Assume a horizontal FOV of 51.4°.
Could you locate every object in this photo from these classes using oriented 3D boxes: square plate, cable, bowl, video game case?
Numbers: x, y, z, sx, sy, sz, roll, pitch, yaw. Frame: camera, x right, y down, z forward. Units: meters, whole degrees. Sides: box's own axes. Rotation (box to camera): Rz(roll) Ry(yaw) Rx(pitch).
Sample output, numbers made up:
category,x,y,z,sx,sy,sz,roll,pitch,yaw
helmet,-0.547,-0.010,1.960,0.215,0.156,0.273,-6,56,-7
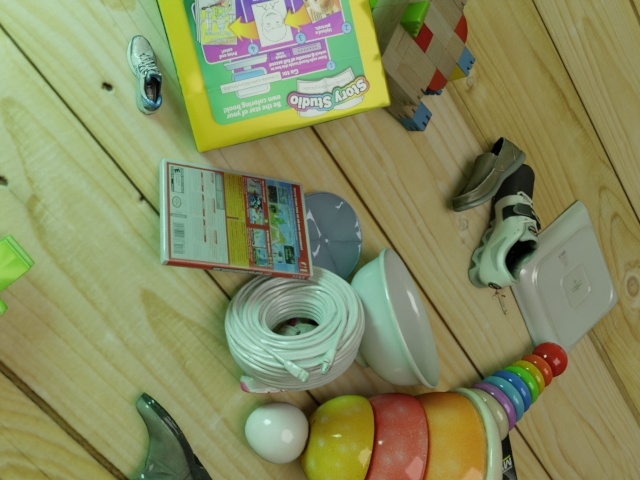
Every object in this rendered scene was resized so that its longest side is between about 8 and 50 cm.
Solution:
category,x,y,z,sx,sy,sz,roll,pitch,yaw
square plate,0.666,0.121,1.781,0.347,0.049,0.344,-35,111,-25
cable,-0.045,0.154,1.223,0.257,0.257,0.089,-46,144,-39
bowl,0.129,0.174,1.364,0.134,0.298,0.298,-21,109,16
video game case,-0.152,-0.036,1.216,0.285,0.025,0.204,8,61,-28

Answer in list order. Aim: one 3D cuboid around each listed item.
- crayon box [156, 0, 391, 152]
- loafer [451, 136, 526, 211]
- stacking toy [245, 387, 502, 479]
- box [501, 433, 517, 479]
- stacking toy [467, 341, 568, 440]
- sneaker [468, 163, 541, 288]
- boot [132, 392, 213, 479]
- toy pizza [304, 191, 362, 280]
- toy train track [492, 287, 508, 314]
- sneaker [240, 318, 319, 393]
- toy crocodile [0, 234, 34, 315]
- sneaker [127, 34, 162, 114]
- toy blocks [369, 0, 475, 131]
category,x,y,z,sx,sy,sz,roll,pitch,yaw
crayon box,-0.085,-0.352,1.193,0.362,0.106,0.313,-15,103,-9
loafer,0.385,-0.158,1.577,0.251,0.094,0.087,-43,101,-28
stacking toy,0.083,0.414,1.327,0.479,0.350,0.351,20,82,-15
box,0.399,0.570,1.641,0.190,0.045,0.184,-18,100,-29
stacking toy,0.490,0.351,1.641,0.330,0.141,0.141,-29,107,-32
sneaker,0.483,-0.034,1.605,0.122,0.146,0.331,25,78,-29
boot,-0.302,0.409,1.179,0.161,0.083,0.247,-33,108,-20
toy pizza,0.000,0.000,1.369,0.201,0.032,0.201,-1,92,-33
toy train track,0.460,0.150,1.674,0.048,0.014,0.083,-31,109,-27
sneaker,-0.059,0.215,1.313,0.252,0.103,0.111,-27,102,-35
toy crocodile,-0.579,0.122,0.984,0.340,0.105,0.115,-50,115,-25
sneaker,-0.297,-0.290,1.154,0.052,0.058,0.135,-16,100,-30
toy blocks,0.222,-0.415,1.422,0.261,0.190,0.382,36,75,-40
